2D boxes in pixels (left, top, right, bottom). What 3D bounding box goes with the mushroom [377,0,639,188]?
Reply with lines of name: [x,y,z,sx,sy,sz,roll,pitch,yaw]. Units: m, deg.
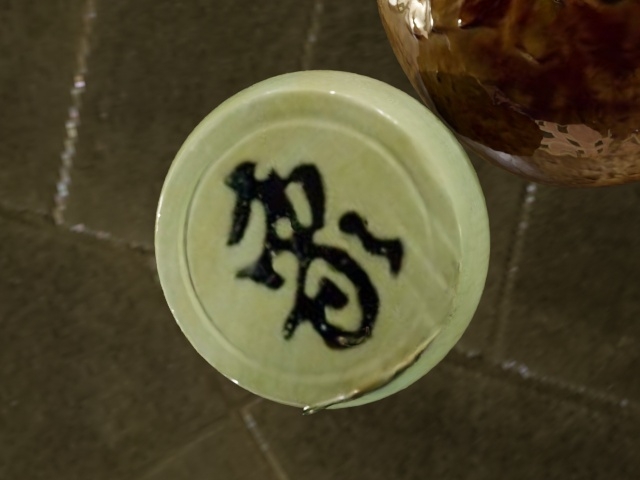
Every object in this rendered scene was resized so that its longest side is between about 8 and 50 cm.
mushroom: [0.159,-0.152,0.805,0.278,0.163,0.297,40,83,17]

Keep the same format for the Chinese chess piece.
Chinese chess piece: [0.000,0.000,0.789,0.144,0.058,0.144,2,98,16]
